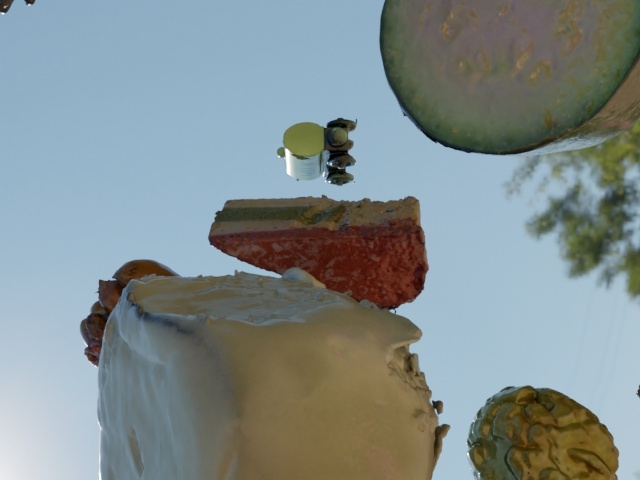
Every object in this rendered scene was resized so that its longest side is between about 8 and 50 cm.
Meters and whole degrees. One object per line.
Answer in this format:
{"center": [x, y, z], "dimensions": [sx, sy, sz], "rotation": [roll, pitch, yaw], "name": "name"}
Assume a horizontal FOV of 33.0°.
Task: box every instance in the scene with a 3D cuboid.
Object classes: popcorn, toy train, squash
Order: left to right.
{"center": [-0.008, -0.173, 2.138], "dimensions": [0.253, 0.157, 0.105], "rotation": [97, 172, -80], "name": "toy train"}
{"center": [0.306, 0.309, 1.480], "dimensions": [0.181, 0.235, 0.217], "rotation": [-43, -2, -19], "name": "popcorn"}
{"center": [0.136, -0.127, 0.656], "dimensions": [0.123, 0.170, 0.170], "rotation": [8, -87, -51], "name": "squash"}

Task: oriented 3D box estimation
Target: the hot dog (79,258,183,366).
{"center": [-0.120, 0.164, 1.215], "dimensions": [0.158, 0.349, 0.117], "rotation": [-49, 6, 40], "name": "hot dog"}

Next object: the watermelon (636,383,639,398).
{"center": [0.507, 0.189, 1.486], "dimensions": [0.155, 0.080, 0.101], "rotation": [-29, -27, -37], "name": "watermelon"}

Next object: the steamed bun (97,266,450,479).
{"center": [-0.042, 0.181, 0.897], "dimensions": [0.233, 0.334, 0.311], "rotation": [-4, -73, -27], "name": "steamed bun"}

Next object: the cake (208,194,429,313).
{"center": [0.005, 0.016, 1.126], "dimensions": [0.086, 0.221, 0.116], "rotation": [-77, -21, -54], "name": "cake"}

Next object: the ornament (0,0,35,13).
{"center": [-0.445, -0.408, 1.318], "dimensions": [0.236, 0.080, 0.202], "rotation": [52, -160, -63], "name": "ornament"}
